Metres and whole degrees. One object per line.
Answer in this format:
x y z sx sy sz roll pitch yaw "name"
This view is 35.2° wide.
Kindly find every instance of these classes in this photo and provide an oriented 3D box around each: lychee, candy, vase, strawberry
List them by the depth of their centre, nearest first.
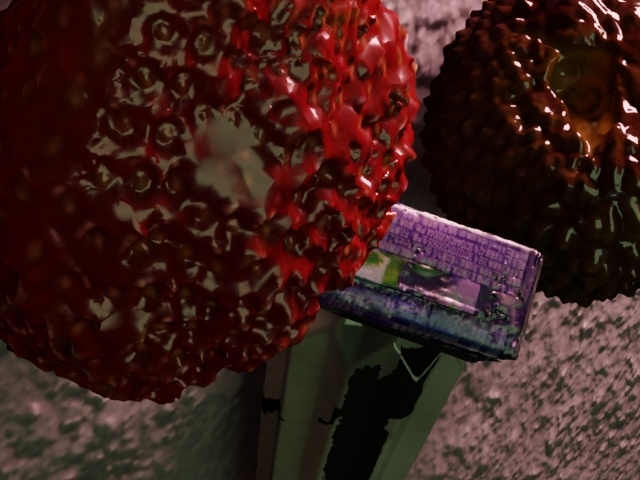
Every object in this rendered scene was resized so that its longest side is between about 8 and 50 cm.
-0.070 -0.045 0.520 0.261 0.257 0.261 0 90 -25 "strawberry"
0.000 0.000 0.694 0.312 0.061 0.088 20 79 -12 "candy"
0.207 -0.078 0.831 0.267 0.267 0.268 -20 124 -33 "lychee"
0.008 0.187 0.852 0.165 0.165 0.360 -3 117 -41 "vase"
